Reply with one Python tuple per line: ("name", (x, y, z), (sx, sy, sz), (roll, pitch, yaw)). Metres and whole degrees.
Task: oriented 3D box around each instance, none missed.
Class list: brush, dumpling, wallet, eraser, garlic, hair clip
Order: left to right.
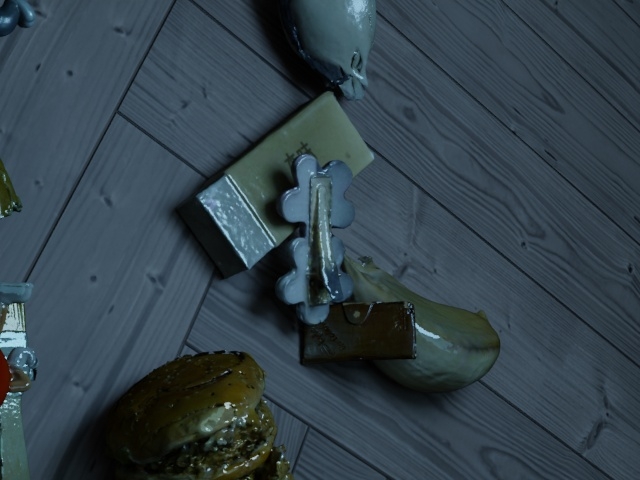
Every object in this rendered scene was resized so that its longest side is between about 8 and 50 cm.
("brush", (-0.400, 0.229, 1.542), (0.085, 0.020, 0.337), (1, 76, -39))
("eraser", (-0.063, -0.092, 1.877), (0.144, 0.078, 0.343), (55, 51, -11))
("hair clip", (-0.004, -0.001, 1.817), (0.146, 0.075, 0.257), (-3, 89, -33))
("dumpling", (0.007, -0.372, 1.989), (0.163, 0.204, 0.293), (-17, 104, -10))
("wallet", (0.058, 0.141, 1.854), (0.026, 0.176, 0.095), (42, 47, -71))
("garlic", (0.137, 0.138, 1.956), (0.338, 0.151, 0.196), (26, 39, -19))

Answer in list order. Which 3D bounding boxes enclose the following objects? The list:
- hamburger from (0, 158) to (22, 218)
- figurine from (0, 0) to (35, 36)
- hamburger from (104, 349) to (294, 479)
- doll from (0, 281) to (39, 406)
("hamburger", (-0.517, -0.061, 1.466), (0.309, 0.132, 0.211), (-35, 102, -39))
("figurine", (-0.500, -0.304, 1.554), (0.265, 0.140, 0.193), (-35, 123, -52))
("hamburger", (-0.166, 0.274, 1.593), (0.245, 0.260, 0.211), (-13, 103, 2))
("doll", (-0.440, 0.149, 1.486), (0.183, 0.085, 0.217), (6, 62, -17))
